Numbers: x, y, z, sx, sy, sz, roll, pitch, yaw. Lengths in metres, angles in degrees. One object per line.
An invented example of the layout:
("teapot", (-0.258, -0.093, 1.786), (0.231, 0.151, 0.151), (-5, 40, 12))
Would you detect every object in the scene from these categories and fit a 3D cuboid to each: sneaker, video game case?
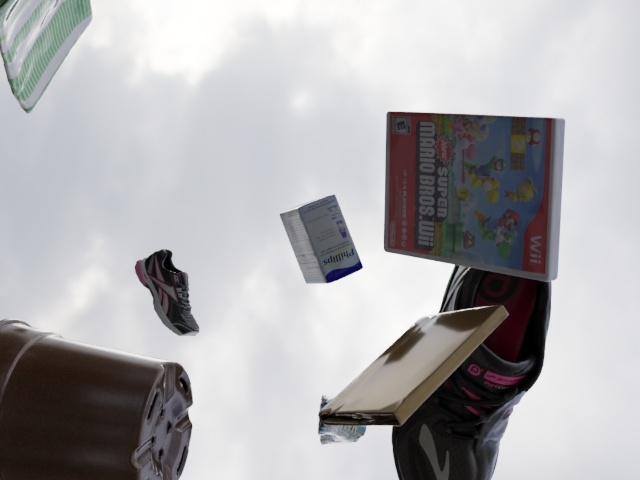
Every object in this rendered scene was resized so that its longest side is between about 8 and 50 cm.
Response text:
("sneaker", (0.223, 0.201, 1.484), (0.202, 0.185, 0.483), (-53, 156, -85))
("sneaker", (-0.270, 0.093, 1.831), (0.077, 0.072, 0.178), (-37, -98, 18))
("video game case", (0.194, -0.066, 1.324), (0.285, 0.025, 0.204), (10, -77, 46))
("sneaker", (0.039, 0.315, 1.732), (0.191, 0.083, 0.071), (76, 22, -70))

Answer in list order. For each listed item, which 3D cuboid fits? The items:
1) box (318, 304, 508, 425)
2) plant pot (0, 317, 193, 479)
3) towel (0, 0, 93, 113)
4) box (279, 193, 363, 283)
("box", (0.108, 0.147, 1.171), (0.201, 0.021, 0.164), (-38, -169, -30))
("plant pot", (-0.209, 0.160, 0.868), (0.167, 0.165, 0.167), (5, 90, -76))
("towel", (-0.454, -0.379, 1.659), (0.248, 0.038, 0.325), (-64, 180, -24))
("box", (0.000, 0.000, 1.695), (0.137, 0.072, 0.126), (69, -17, -4))
